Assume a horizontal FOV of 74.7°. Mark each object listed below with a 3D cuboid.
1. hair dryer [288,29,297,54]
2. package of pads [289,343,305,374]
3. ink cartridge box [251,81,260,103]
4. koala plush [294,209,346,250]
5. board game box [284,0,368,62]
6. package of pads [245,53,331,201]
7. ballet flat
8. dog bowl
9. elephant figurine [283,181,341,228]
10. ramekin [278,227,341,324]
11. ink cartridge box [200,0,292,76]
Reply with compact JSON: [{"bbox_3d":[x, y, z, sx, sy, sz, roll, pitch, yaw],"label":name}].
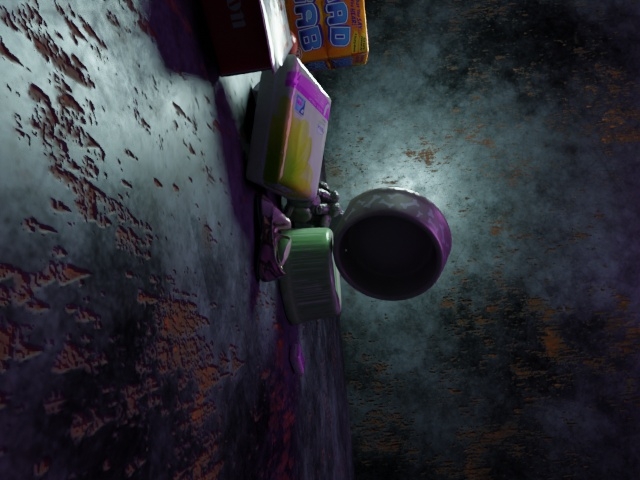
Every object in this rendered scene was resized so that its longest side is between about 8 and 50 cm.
[{"bbox_3d":[-0.134,-0.802,1.559,0.293,0.080,0.223,76,9,-55],"label":"hair dryer"},{"bbox_3d":[-0.066,0.340,1.198,0.050,0.032,0.083,-85,167,-51],"label":"package of pads"},{"bbox_3d":[-0.121,-0.357,1.118,0.122,0.089,0.052,78,31,-45],"label":"ink cartridge box"},{"bbox_3d":[0.000,0.000,1.547,0.221,0.197,0.203,59,37,-77],"label":"koala plush"},{"bbox_3d":[0.022,-1.000,1.935,0.356,0.357,0.355,-75,158,-75],"label":"board game box"},{"bbox_3d":[-0.070,-0.256,1.023,0.229,0.101,0.296,18,80,-68],"label":"package of pads"},{"bbox_3d":[-0.106,-0.010,0.969,0.077,0.079,0.221,70,15,-63],"label":"ballet flat"},{"bbox_3d":[0.194,0.025,1.197,0.102,0.349,0.348,-66,151,-54],"label":"dog bowl"},{"bbox_3d":[-0.057,-0.135,1.302,0.169,0.186,0.239,49,18,32],"label":"elephant figurine"},{"bbox_3d":[-0.025,0.101,1.287,0.303,0.148,0.303,-6,90,-84],"label":"ramekin"},{"bbox_3d":[-0.155,-0.486,0.778,0.271,0.130,0.309,-85,167,-54],"label":"ink cartridge box"}]
